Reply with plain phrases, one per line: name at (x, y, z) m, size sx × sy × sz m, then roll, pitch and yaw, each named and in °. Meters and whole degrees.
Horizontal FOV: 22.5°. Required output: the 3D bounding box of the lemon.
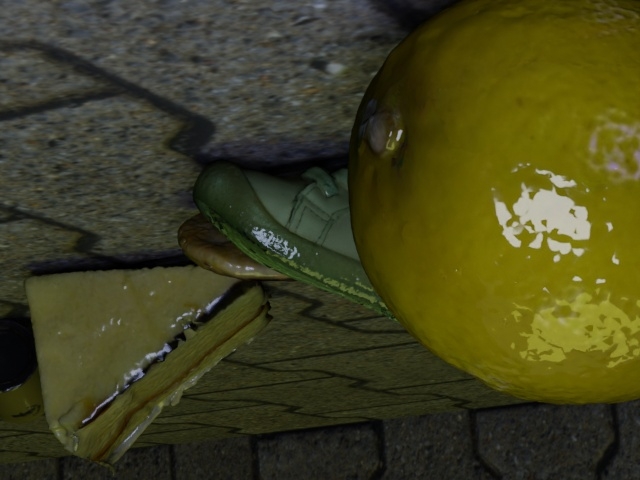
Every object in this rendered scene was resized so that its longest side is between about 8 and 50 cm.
lemon at (0.120, -0.031, 0.906) m, size 0.219 × 0.241 × 0.240 m, roll 17°, pitch 161°, yaw -21°

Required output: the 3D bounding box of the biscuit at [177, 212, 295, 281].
biscuit at (0.000, 0.000, 1.366) m, size 0.247 × 0.029 × 0.118 m, roll -1°, pitch -151°, yaw -19°

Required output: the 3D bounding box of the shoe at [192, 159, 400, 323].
shoe at (0.027, -0.003, 1.256) m, size 0.262 × 0.128 × 0.140 m, roll 28°, pitch 162°, yaw -9°

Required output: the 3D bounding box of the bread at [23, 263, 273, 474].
bread at (-0.156, 0.122, 1.644) m, size 0.236 × 0.198 × 0.263 m, roll -12°, pitch 170°, yaw -1°

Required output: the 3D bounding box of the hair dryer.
hair dryer at (-0.268, 0.137, 1.881) m, size 0.278 × 0.090 × 0.135 m, roll -13°, pitch 155°, yaw -2°
